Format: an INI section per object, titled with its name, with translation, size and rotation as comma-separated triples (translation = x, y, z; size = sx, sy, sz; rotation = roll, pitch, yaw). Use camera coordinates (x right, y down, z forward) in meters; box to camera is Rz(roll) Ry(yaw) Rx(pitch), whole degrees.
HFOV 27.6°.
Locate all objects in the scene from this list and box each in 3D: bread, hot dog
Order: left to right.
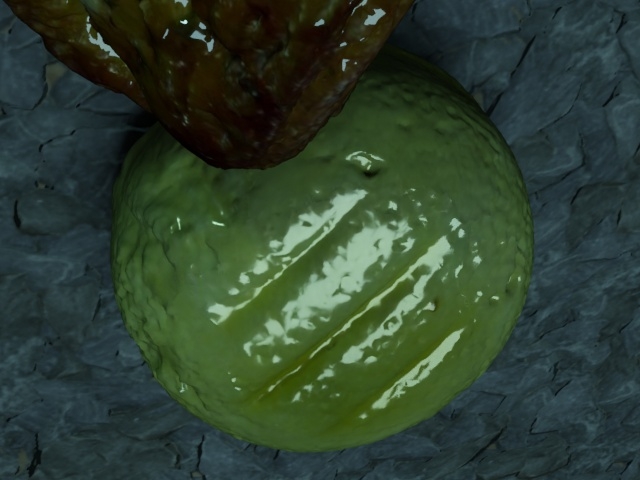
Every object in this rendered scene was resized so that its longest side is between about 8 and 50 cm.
[hot dog]
translation = -0.066, -0.190, 0.740
size = 0.267, 0.174, 0.387
rotation = 40, 141, -1
[bread]
translation = 0.004, 0.008, 1.002
size = 0.321, 0.237, 0.320
rotation = -15, 136, -15
